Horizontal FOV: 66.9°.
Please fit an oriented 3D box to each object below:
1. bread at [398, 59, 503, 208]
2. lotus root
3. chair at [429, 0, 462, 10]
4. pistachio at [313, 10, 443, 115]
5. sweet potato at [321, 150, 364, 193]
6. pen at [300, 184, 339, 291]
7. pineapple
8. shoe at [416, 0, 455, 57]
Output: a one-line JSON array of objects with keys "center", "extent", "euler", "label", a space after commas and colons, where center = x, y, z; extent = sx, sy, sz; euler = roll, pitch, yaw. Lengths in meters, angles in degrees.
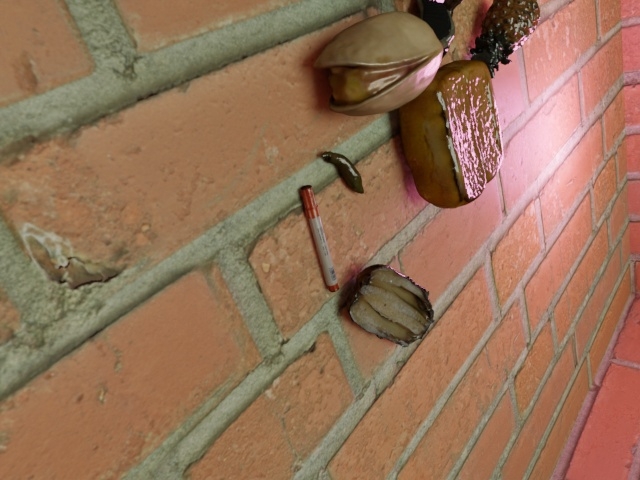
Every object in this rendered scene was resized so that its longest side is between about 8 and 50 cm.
[{"center": [0.335, -0.275, 1.237], "extent": [0.328, 0.147, 0.337], "euler": [-42, 121, -39], "label": "bread"}, {"center": [0.171, 0.154, 1.175], "extent": [0.167, 0.078, 0.329], "euler": [-51, 133, 1], "label": "lotus root"}, {"center": [0.299, -0.654, 1.053], "extent": [0.415, 0.203, 0.241], "euler": [-13, 67, -44], "label": "chair"}, {"center": [0.128, -0.353, 0.980], "extent": [0.299, 0.187, 0.188], "euler": [-36, 120, -32], "label": "pistachio"}, {"center": [0.055, -0.151, 1.037], "extent": [0.153, 0.038, 0.041], "euler": [40, 44, -39], "label": "sweet potato"}, {"center": [0.000, 0.000, 1.005], "extent": [0.028, 0.028, 0.239], "euler": [-34, 118, -38], "label": "pen"}, {"center": [0.507, -0.575, 1.391], "extent": [0.158, 0.157, 0.279], "euler": [42, 78, -40], "label": "pineapple"}, {"center": [0.279, -0.528, 1.189], "extent": [0.112, 0.099, 0.228], "euler": [82, 15, -59], "label": "shoe"}]
